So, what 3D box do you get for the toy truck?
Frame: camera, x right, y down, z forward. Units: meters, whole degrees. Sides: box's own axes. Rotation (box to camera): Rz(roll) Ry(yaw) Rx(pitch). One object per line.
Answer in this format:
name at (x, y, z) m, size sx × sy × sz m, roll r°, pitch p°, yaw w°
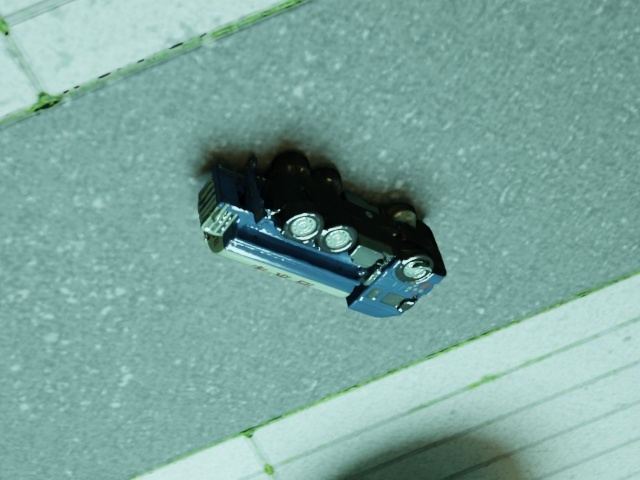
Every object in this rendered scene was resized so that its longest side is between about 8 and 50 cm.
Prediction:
toy truck at (0.000, 0.000, 0.789) m, size 0.201 × 0.074 × 0.088 m, roll 21°, pitch 124°, yaw -31°
